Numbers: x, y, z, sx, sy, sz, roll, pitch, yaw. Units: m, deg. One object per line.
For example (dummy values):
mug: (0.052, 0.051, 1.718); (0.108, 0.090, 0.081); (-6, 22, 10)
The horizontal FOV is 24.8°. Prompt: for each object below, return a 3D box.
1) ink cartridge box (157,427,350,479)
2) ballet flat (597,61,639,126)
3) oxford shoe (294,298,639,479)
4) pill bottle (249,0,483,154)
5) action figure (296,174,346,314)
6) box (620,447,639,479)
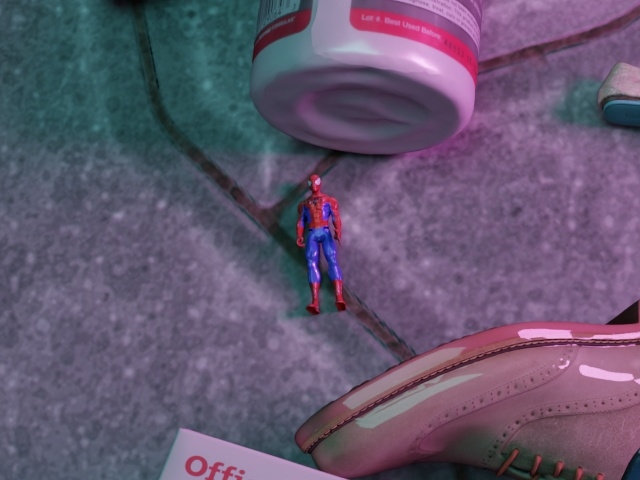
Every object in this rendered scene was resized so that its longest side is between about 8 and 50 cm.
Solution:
ink cartridge box: (-0.044, 0.274, 0.991); (0.171, 0.168, 0.232); (16, 72, 16)
ballet flat: (0.303, -0.110, 1.143); (0.168, 0.057, 0.052); (14, 62, 14)
oxford shoe: (0.158, 0.127, 1.006); (0.348, 0.123, 0.130); (-12, 72, -12)
pill bottle: (0.047, -0.245, 1.174); (0.176, 0.176, 0.318); (3, 70, 11)
action figure: (0.000, 0.000, 1.168); (0.038, 0.030, 0.115); (-11, 65, 11)
box: (0.243, 0.334, 0.819); (0.293, 0.212, 0.395); (26, 101, 18)
